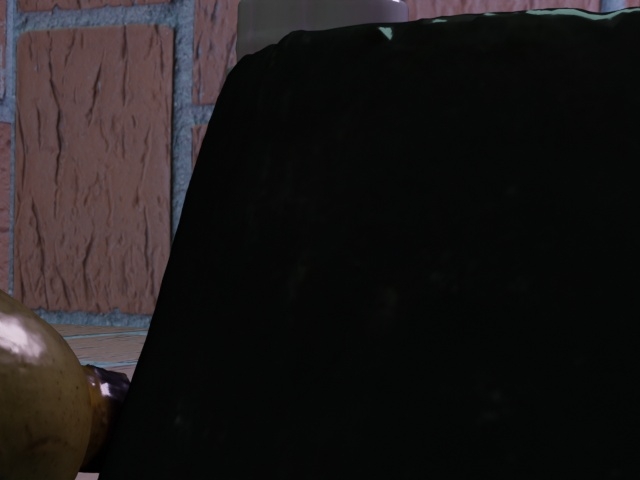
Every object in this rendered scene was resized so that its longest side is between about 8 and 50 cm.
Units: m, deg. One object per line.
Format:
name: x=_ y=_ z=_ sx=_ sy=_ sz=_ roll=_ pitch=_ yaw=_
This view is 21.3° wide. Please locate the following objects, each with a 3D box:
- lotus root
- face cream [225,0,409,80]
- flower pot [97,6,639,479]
lotus root: x=-0.214 y=0.092 z=0.904 sx=0.310 sy=0.183 sz=0.183 roll=7 pitch=-4 yaw=-42
face cream: x=0.000 y=0.000 z=0.864 sx=0.102 sy=0.345 sz=0.102 roll=1 pitch=1 yaw=0
flower pot: x=0.064 y=0.054 z=0.611 sx=0.379 sy=0.251 sz=0.379 roll=-1 pitch=1 yaw=0
